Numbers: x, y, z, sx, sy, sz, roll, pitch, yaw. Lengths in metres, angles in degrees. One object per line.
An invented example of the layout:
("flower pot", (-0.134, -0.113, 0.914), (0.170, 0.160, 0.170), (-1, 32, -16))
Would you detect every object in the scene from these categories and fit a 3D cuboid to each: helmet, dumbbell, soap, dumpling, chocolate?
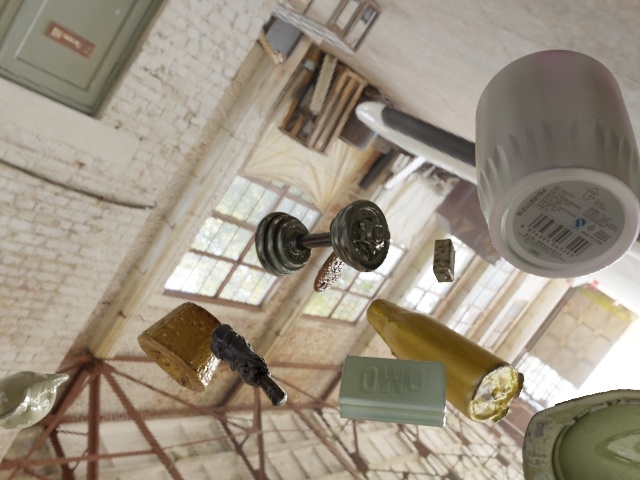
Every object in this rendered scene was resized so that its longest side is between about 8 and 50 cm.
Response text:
("helmet", (0.413, 0.289, 0.771), (0.258, 0.203, 0.137), (-5, 175, 32))
("dumbbell", (0.000, 0.000, 1.465), (0.406, 0.179, 0.179), (-5, 159, 40))
("soap", (0.140, 0.289, 1.132), (0.198, 0.066, 0.119), (3, -142, 9))
("dumpling", (-0.542, 0.288, 1.040), (0.170, 0.099, 0.134), (-5, 178, -10))
("chocolate", (0.277, 0.268, 1.442), (0.162, 0.162, 0.445), (27, -177, -37))

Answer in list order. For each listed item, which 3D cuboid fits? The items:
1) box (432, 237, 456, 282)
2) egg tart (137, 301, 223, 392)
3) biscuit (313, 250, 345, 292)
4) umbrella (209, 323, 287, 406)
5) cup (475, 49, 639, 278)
("box", (0.297, 0.049, 1.403), (0.062, 0.045, 0.098), (60, -148, -42))
("egg tart", (-0.305, 0.241, 1.367), (0.203, 0.147, 0.202), (30, 150, 19))
("biscuit", (0.027, 0.095, 1.664), (0.025, 0.126, 0.206), (37, 159, 17))
("umbrella", (-0.136, 0.238, 1.092), (0.071, 0.070, 0.248), (25, -171, -45))
("cup", (0.383, -0.130, 0.956), (0.253, 0.253, 0.371), (32, -141, -11))
